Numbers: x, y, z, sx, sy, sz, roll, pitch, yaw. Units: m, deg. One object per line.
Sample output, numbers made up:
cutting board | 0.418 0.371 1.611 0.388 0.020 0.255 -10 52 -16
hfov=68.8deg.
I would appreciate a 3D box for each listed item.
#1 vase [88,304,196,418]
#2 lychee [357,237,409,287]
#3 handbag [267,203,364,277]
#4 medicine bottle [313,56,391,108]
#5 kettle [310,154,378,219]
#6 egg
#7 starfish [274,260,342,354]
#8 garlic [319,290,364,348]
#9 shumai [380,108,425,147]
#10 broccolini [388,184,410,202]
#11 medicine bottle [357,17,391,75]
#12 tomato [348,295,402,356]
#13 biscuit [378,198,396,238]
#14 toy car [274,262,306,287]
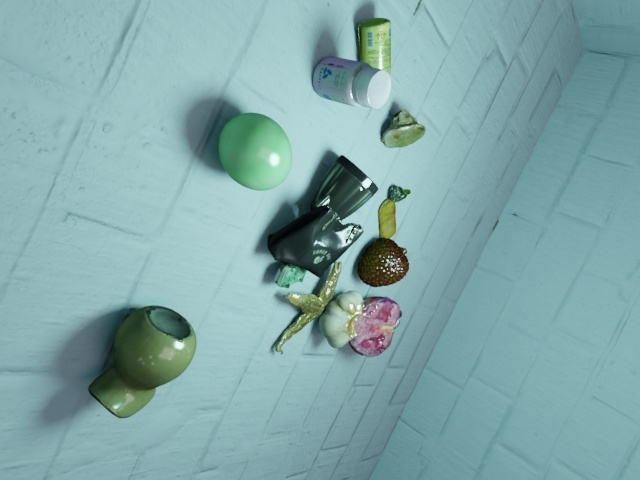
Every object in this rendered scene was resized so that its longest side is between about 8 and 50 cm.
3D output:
vase | -0.531 0.366 1.496 0.302 0.241 0.329 -55 170 10
lychee | 0.307 0.112 2.302 0.271 0.236 0.236 -28 135 -10
handbag | 0.000 0.000 1.824 0.288 0.152 0.342 -41 142 20
medicine bottle | 0.108 -0.546 1.623 0.152 0.254 0.152 -28 132 -36
kettle | 0.065 -0.180 1.889 0.207 0.251 0.271 41 94 -18
egg | -0.200 -0.272 1.459 0.220 0.220 0.269 -55 154 -10
starfish | -0.046 0.284 2.076 0.432 0.082 0.324 -36 149 -29
garlic | 0.086 0.373 2.245 0.185 0.203 0.281 6 94 -16
shumai | 0.357 -0.500 2.071 0.201 0.201 0.120 12 62 -52
broccolini | 0.395 -0.229 2.335 0.068 0.091 0.202 -28 169 27
medicine bottle | 0.206 -0.701 1.759 0.124 0.124 0.239 -35 136 -32
tomato | 0.251 0.429 2.477 0.290 0.176 0.335 12 99 -32
biscuit | 0.338 -0.102 2.360 0.118 0.029 0.247 -31 134 -26
toy car | -0.120 0.131 1.923 0.224 0.076 0.090 -14 127 -68
